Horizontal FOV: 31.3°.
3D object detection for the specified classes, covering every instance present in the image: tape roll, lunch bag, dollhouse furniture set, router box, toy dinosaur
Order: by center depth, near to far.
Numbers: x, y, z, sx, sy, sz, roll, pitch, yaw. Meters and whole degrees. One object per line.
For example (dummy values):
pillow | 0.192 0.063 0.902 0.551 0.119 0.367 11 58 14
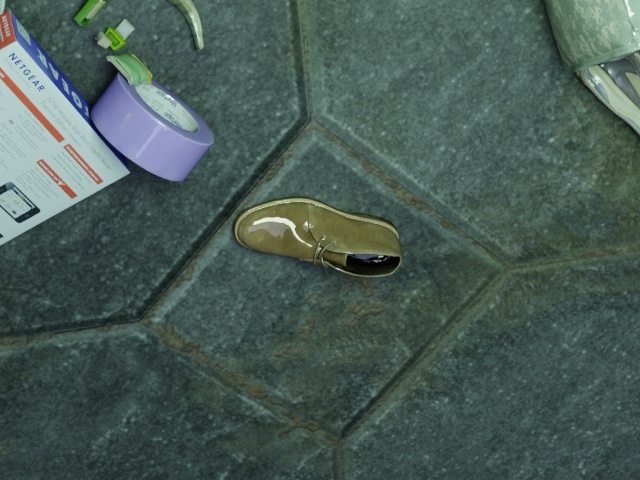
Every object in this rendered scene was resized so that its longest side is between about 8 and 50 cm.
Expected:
lunch bag | 0.442 -0.395 1.757 0.168 0.287 0.235 -19 95 1
toy dinosaur | -0.239 -0.429 1.792 0.118 0.064 0.268 -36 119 17
router box | -0.516 -0.155 1.807 0.301 0.082 0.335 -28 140 5
dollhouse furniture set | -0.315 -0.317 1.810 0.058 0.076 0.152 -44 85 17
tape roll | -0.269 -0.185 1.837 0.189 0.189 0.080 33 106 -23

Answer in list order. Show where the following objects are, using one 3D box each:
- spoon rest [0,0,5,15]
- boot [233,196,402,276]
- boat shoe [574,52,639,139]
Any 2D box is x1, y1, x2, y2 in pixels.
spoon rest | -0.537 -0.315 1.772 0.084 0.137 0.276 12 129 6
boot | 0.000 0.000 2.021 0.305 0.115 0.112 6 118 -11
boat shoe | 0.594 -0.231 1.991 0.355 0.132 0.130 37 106 -25
